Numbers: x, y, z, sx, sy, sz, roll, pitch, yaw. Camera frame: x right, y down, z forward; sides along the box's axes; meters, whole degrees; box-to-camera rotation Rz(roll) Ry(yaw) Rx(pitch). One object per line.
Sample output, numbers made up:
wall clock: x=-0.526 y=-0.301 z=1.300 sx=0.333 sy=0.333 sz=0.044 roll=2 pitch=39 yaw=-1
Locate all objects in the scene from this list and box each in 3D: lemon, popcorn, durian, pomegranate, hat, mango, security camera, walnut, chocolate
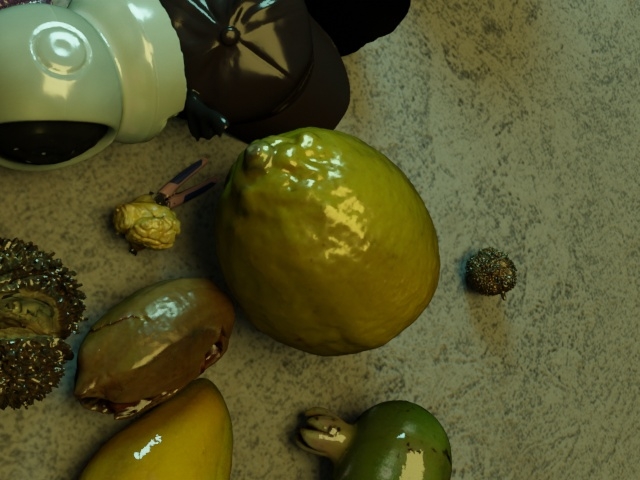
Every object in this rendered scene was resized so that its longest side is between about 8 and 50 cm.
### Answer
lemon: x=0.003 y=0.005 z=1.262 sx=0.316 sy=0.285 sz=0.285 roll=7 pitch=81 yaw=-41
popcorn: x=-0.216 y=-0.012 z=1.234 sx=0.084 sy=0.084 sz=0.084 roll=5 pitch=82 yaw=-37
durian: x=-0.326 y=0.094 z=1.084 sx=0.196 sy=0.167 sz=0.196 roll=-23 pitch=118 yaw=-55
pomegranate: x=0.073 y=0.306 z=1.358 sx=0.211 sy=0.179 sz=0.179 roll=0 pitch=85 yaw=-17
hat: x=-0.076 y=-0.217 z=1.241 sx=0.336 sy=0.209 sz=0.238 roll=29 pitch=93 yaw=-29
durian: x=0.267 y=0.053 z=1.579 sx=0.080 sy=0.080 sz=0.091 roll=-5 pitch=67 yaw=-37
mango: x=-0.195 y=0.298 z=1.188 sx=0.176 sy=0.119 sz=0.316 roll=48 pitch=51 yaw=-20
security camera: x=-0.289 y=-0.178 z=1.118 sx=0.236 sy=0.195 sz=0.194 roll=-23 pitch=99 yaw=-36
walnut: x=-0.196 y=0.120 z=1.197 sx=0.245 sy=0.137 sz=0.137 roll=-27 pitch=101 yaw=-39
chocolate: x=0.001 y=-0.382 z=1.411 sx=0.224 sy=0.206 sz=0.177 roll=24 pitch=28 yaw=-33

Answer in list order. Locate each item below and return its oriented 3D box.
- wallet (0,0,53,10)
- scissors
wallet: x=-0.380 y=-0.313 z=1.161 sx=0.111 sy=0.030 sz=0.165 roll=-30 pitch=103 yaw=-34
scissors: x=-0.179 y=-0.064 z=1.297 sx=0.113 sy=0.012 sz=0.039 roll=-39 pitch=108 yaw=-33
